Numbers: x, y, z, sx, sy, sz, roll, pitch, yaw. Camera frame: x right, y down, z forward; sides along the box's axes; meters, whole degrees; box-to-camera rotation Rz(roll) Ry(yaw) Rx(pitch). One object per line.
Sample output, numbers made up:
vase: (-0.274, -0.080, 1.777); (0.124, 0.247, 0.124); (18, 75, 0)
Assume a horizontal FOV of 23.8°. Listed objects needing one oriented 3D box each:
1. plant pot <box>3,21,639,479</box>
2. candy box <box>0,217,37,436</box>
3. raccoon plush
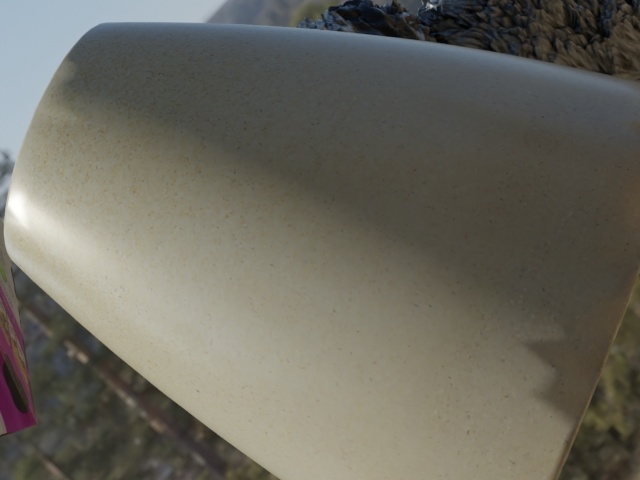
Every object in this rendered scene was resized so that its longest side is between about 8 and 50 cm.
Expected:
plant pot: (0.000, 0.000, 0.731); (0.256, 0.274, 0.256); (22, -90, -84)
candy box: (-0.269, 0.012, 1.077); (0.071, 0.159, 0.233); (-18, 38, -4)
raccoon plush: (0.205, -0.101, 1.122); (0.299, 0.216, 0.446); (1, 20, 35)
